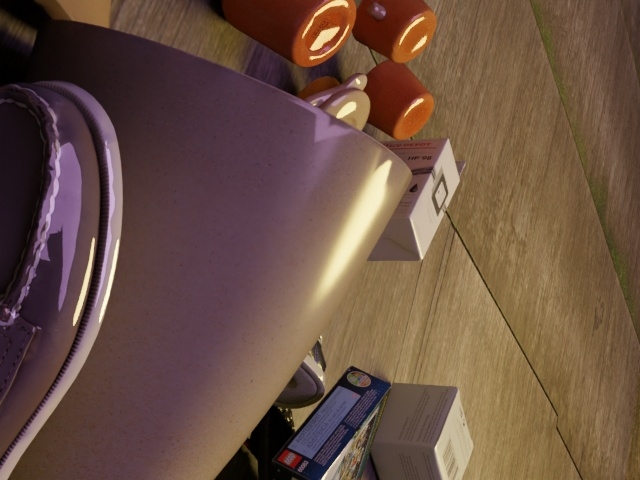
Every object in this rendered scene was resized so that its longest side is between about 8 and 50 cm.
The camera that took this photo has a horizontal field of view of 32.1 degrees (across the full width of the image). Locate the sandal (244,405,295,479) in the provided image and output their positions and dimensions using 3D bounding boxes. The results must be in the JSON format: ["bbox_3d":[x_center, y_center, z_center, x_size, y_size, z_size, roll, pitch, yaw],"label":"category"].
[{"bbox_3d":[-0.054,0.153,1.019,0.067,0.040,0.179,38,42,-63],"label":"sandal"}]

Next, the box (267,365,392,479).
[{"bbox_3d":[-0.013,0.246,0.988,0.159,0.044,0.233,-43,153,-56],"label":"box"}]

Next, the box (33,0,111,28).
[{"bbox_3d":[-0.158,-0.217,0.712,0.201,0.021,0.164,109,-16,-87],"label":"box"}]

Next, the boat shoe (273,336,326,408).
[{"bbox_3d":[-0.064,0.042,0.940,0.233,0.084,0.079,58,29,-33],"label":"boat shoe"}]

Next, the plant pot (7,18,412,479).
[{"bbox_3d":[-0.111,0.039,0.712,0.256,0.257,0.274,30,80,-60],"label":"plant pot"}]

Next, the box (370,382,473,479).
[{"bbox_3d":[0.118,0.237,1.300,0.102,0.087,0.101,-60,141,-46],"label":"box"}]

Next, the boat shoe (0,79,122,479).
[{"bbox_3d":[-0.201,0.067,0.552,0.324,0.117,0.097,-64,155,6],"label":"boat shoe"}]

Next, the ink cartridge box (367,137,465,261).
[{"bbox_3d":[0.082,-0.056,1.204,0.180,0.104,0.060,-61,141,-44],"label":"ink cartridge box"}]

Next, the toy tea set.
[{"bbox_3d":[0.013,-0.198,1.061,0.200,0.124,0.336,-38,153,-16],"label":"toy tea set"}]
